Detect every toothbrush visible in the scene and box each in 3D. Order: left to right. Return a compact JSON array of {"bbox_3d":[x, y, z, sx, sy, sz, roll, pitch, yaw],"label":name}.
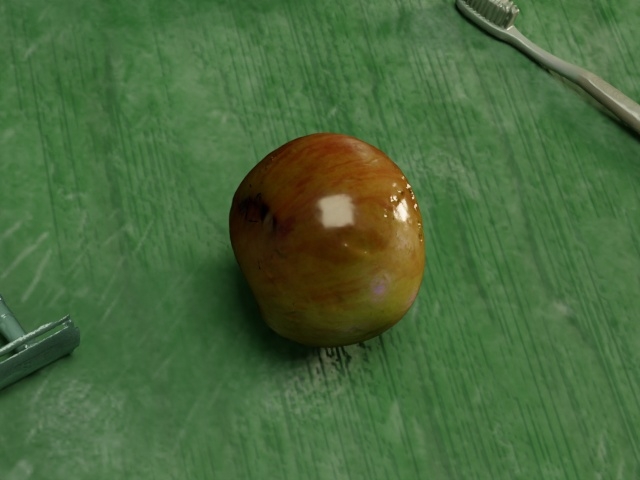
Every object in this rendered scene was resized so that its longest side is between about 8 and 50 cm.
[{"bbox_3d":[0.233,-0.117,1.306,0.307,0.029,0.025,38,48,14],"label":"toothbrush"}]

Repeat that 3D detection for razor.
[{"bbox_3d":[-0.226,0.035,1.093,0.068,0.040,0.135,-28,61,-29],"label":"razor"}]

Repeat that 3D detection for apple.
[{"bbox_3d":[0.000,0.000,1.105,0.146,0.146,0.146,6,54,-9],"label":"apple"}]
